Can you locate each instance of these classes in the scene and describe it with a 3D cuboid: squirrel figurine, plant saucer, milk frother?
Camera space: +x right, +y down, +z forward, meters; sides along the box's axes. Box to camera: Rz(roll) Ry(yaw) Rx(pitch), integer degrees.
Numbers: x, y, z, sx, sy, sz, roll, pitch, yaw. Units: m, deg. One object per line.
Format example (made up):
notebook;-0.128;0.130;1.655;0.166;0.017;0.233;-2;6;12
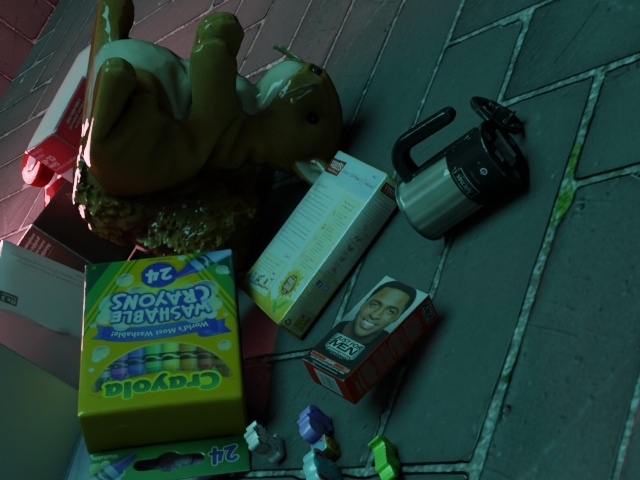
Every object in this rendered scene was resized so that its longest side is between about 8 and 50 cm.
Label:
squirrel figurine;-0.165;-0.137;1.736;0.281;0.370;0.397;-113;35;-60
plant saucer;-0.158;-0.097;1.881;0.168;0.029;0.168;-11;53;15
milk frother;0.168;-0.091;1.379;0.134;0.129;0.143;-34;-11;32

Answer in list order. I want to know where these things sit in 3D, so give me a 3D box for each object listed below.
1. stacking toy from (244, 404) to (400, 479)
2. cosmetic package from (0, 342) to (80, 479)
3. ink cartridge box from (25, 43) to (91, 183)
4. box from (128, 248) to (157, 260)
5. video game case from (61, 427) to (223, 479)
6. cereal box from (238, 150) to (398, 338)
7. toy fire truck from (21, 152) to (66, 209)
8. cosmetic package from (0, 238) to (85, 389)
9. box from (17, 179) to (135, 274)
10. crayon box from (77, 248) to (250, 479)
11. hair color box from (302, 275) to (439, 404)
stacking toy;-0.003;0.229;1.295;0.167;0.052;0.221;-45;28;17
cosmetic package;-0.488;0.367;1.604;0.393;0.329;0.327;-19;42;48
ink cartridge box;-0.302;-0.166;1.975;0.131;0.306;0.226;-19;42;50
box;-0.318;0.112;1.959;0.191;0.045;0.184;-57;28;-7
video game case;-0.221;0.299;1.457;0.196;0.026;0.274;5;49;9
cereal box;0.000;0.000;1.572;0.240;0.047;0.173;-53;26;0
toy fire truck;-0.476;-0.098;2.378;0.302;0.169;0.254;-27;60;43
cosmetic package;-0.521;0.200;1.933;0.385;0.217;0.156;-45;32;30
box;-0.429;0.018;2.047;0.168;0.167;0.203;-49;12;32
crayon box;-0.201;0.155;1.511;0.203;0.083;0.323;-6;43;-3
hair color box;0.056;0.108;1.291;0.141;0.043;0.072;-43;41;-23
